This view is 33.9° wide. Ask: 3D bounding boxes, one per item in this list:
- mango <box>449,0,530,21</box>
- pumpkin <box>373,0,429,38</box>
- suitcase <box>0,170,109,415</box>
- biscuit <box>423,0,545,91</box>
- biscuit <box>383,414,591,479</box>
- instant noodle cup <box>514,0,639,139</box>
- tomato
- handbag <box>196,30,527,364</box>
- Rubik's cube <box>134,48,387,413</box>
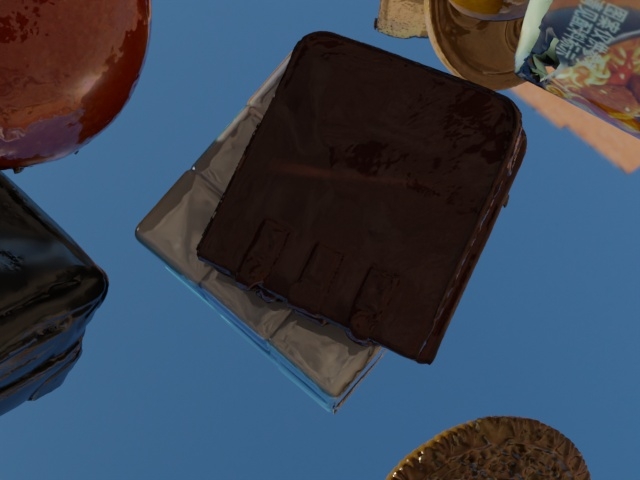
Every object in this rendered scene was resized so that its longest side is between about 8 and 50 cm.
[{"bbox_3d":[0.196,-0.385,1.198,0.160,0.191,0.290,38,-154,-54],"label":"mango"},{"bbox_3d":[0.154,-0.401,1.623,0.139,0.280,0.190,9,-73,9],"label":"pumpkin"},{"bbox_3d":[-0.441,0.043,1.105,0.345,0.188,0.339,43,-145,13],"label":"suitcase"},{"bbox_3d":[0.246,-0.337,1.369,0.202,0.044,0.289,26,-94,-16],"label":"biscuit"},{"bbox_3d":[0.187,0.339,1.229,0.305,0.038,0.305,-7,-66,-16],"label":"biscuit"},{"bbox_3d":[0.183,-0.109,0.364,0.182,0.230,0.230,22,-119,4],"label":"instant noodle cup"},{"bbox_3d":[-0.315,-0.215,0.989,0.293,0.290,0.325,-19,-149,-20],"label":"tomato"},{"bbox_3d":[0.043,-0.046,1.033,0.260,0.084,0.275,22,-95,16],"label":"handbag"},{"bbox_3d":[0.000,0.000,1.242,0.290,0.292,0.291,40,-97,8],"label":"Rubik's cube"}]
